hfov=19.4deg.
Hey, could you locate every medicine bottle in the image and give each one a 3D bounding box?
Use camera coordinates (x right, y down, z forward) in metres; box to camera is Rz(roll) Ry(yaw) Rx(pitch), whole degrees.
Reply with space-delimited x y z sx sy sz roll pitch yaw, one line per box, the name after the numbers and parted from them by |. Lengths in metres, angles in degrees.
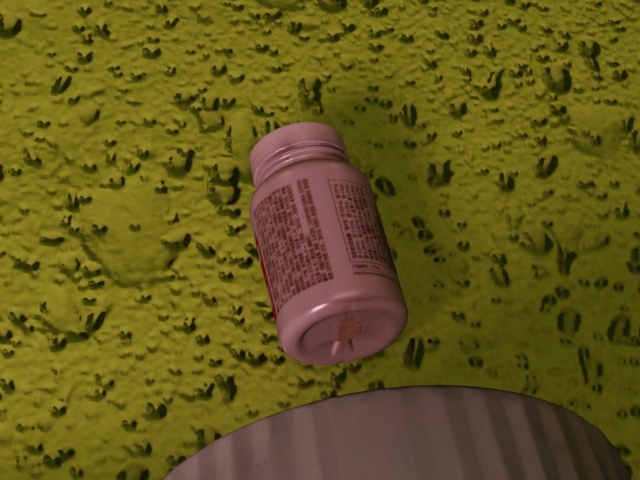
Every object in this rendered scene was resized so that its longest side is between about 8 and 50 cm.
0.000 0.000 1.153 0.079 0.079 0.140 -7 58 -14 | medicine bottle

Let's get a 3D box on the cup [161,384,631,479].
0.097 0.298 0.839 0.401 0.310 0.392 5 50 -19 | cup
